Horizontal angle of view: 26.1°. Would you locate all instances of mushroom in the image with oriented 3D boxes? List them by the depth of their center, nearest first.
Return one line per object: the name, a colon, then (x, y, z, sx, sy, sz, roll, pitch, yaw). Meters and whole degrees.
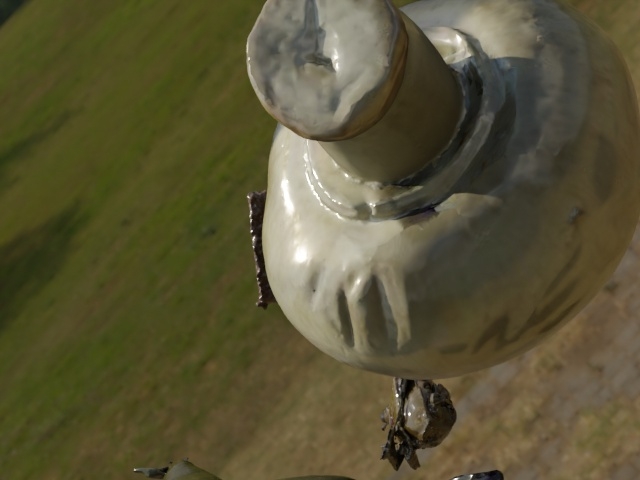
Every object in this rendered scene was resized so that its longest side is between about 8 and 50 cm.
mushroom: (0.098, -0.046, 0.997, 0.315, 0.315, 0.356, -48, 5, -4)

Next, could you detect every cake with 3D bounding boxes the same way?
cake: (0.000, 0.000, 1.493, 0.147, 0.135, 0.135, -5, 1, 0)

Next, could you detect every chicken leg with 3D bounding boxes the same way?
chicken leg: (0.114, 0.217, 1.755, 0.196, 0.080, 0.125, -108, 39, -76)

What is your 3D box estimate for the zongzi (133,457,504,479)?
zongzi: (-0.043, 0.179, 0.863, 0.418, 0.181, 0.447, -108, 24, -45)
